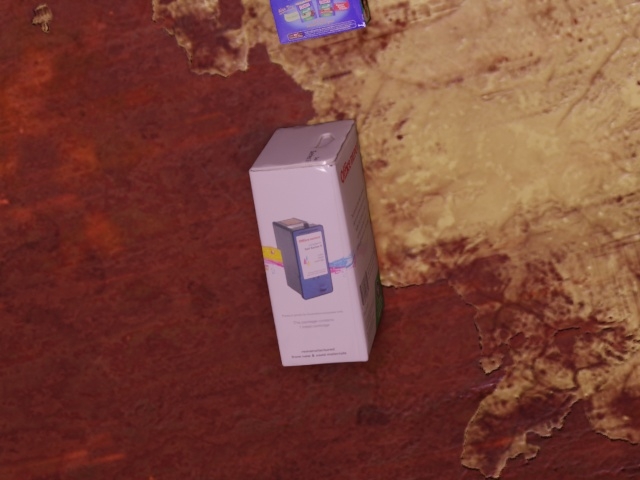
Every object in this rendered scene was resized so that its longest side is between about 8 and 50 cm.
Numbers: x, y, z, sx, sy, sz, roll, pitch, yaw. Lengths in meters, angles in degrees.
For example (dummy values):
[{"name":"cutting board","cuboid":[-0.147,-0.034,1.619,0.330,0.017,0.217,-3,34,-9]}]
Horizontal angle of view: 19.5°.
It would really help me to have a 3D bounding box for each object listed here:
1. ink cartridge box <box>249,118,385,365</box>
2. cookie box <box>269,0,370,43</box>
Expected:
[{"name":"ink cartridge box","cuboid":[0.000,0.000,1.887,0.093,0.154,0.212,-4,110,11]},{"name":"cookie box","cuboid":[-0.007,-0.259,1.857,0.091,0.040,0.107,-10,108,11]}]
